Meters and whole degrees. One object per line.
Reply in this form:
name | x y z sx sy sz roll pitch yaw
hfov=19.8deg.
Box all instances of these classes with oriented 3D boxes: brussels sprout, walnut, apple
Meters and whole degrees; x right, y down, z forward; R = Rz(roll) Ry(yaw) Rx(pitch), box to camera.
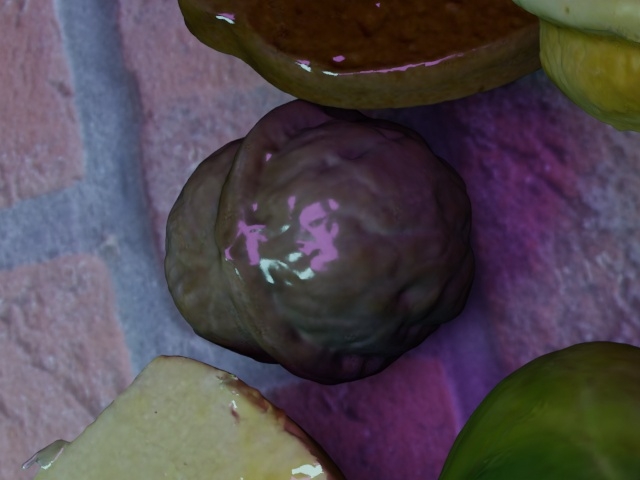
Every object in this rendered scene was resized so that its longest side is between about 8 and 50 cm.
brussels sprout | 0.189 0.234 1.173 0.268 0.344 0.344 5 83 9
walnut | 0.000 0.000 1.299 0.224 0.224 0.224 -3 81 18
apple | -0.067 0.267 1.223 0.309 0.252 0.314 44 139 36

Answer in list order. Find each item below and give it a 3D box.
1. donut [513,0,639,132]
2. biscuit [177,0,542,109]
donut | 0.330 -0.162 1.071 0.449 0.449 0.198 4 105 18
biscuit | 0.065 -0.262 1.345 0.359 0.074 0.381 -10 55 2
